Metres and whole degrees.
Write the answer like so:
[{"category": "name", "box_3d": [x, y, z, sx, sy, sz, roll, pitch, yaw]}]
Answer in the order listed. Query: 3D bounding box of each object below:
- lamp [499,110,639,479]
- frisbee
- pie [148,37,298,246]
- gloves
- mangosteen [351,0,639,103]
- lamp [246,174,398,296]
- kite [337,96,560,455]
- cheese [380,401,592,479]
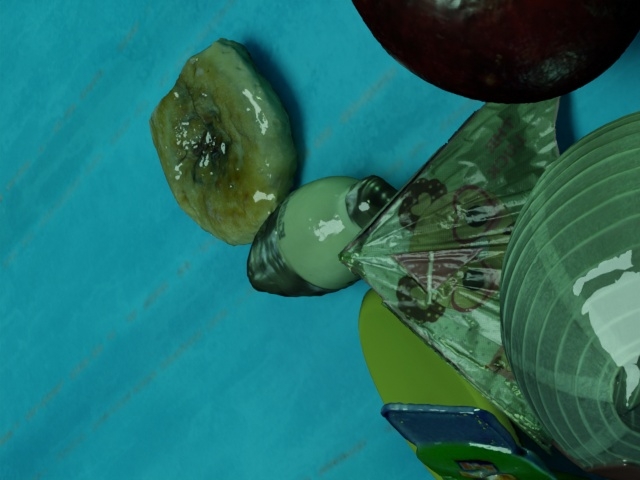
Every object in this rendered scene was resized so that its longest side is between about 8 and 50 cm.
[{"category": "lamp", "box_3d": [0.229, 0.044, 1.137, 0.233, 0.233, 0.265, 54, 131, 27]}, {"category": "frisbee", "box_3d": [0.101, 0.142, 1.440, 0.236, 0.017, 0.236, 48, 158, 26]}, {"category": "pie", "box_3d": [-0.089, -0.085, 1.658, 0.185, 0.052, 0.218, 58, 142, 14]}, {"category": "gloves", "box_3d": [0.133, 0.042, 1.376, 0.144, 0.094, 0.110, 60, 154, -12]}, {"category": "mangosteen", "box_3d": [0.137, -0.203, 1.227, 0.235, 0.235, 0.261, 61, -175, 18]}, {"category": "lamp", "box_3d": [0.000, 0.000, 1.535, 0.250, 0.101, 0.101, -34, 74, 57]}, {"category": "kite", "box_3d": [0.138, 0.005, 1.312, 0.267, 0.013, 0.323, -6, 76, 22]}, {"category": "cheese", "box_3d": [0.157, 0.208, 1.284, 0.204, 0.083, 0.320, -2, 145, 39]}]
